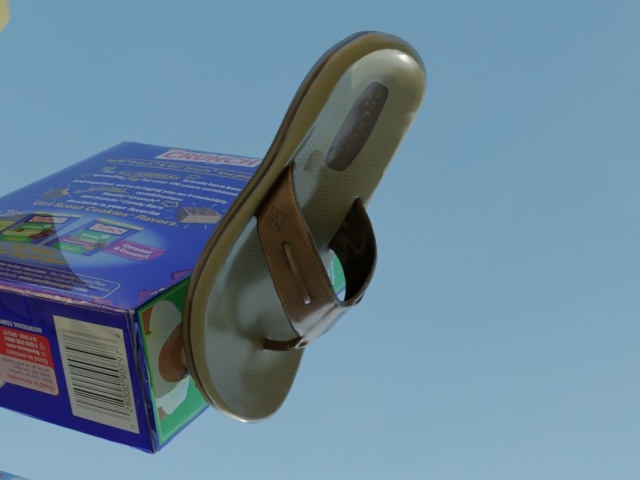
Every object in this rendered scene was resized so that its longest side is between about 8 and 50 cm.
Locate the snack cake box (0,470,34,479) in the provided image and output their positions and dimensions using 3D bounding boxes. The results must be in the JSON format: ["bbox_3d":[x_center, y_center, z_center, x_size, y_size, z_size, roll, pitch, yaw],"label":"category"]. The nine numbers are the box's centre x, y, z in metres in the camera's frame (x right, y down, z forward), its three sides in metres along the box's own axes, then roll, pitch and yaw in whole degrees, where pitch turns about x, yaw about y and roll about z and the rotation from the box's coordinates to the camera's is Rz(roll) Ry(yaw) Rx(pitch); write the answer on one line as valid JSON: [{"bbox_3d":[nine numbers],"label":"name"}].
[{"bbox_3d":[-0.321,0.355,0.813,0.089,0.152,0.265,19,-88,-9],"label":"snack cake box"}]

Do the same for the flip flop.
[{"bbox_3d":[0.000,0.000,0.598,0.080,0.112,0.277,35,-79,43],"label":"flip flop"}]

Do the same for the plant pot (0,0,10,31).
[{"bbox_3d":[-0.436,-0.235,0.867,0.212,0.212,0.187,19,-117,-7],"label":"plant pot"}]

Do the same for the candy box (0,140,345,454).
[{"bbox_3d":[-0.155,0.022,0.782,0.268,0.317,0.122,9,-63,28],"label":"candy box"}]
